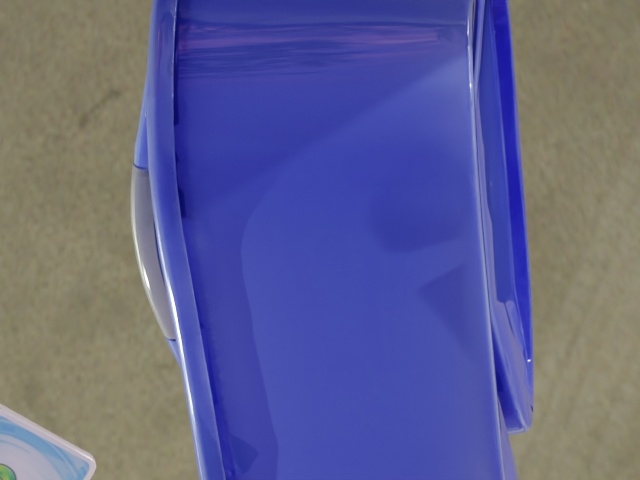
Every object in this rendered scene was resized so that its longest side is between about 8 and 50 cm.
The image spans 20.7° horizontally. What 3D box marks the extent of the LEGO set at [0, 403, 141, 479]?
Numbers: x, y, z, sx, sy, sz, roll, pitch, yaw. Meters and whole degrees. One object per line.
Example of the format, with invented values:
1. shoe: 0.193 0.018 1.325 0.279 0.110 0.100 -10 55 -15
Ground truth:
1. LEGO set: -0.171 0.181 0.693 0.182 0.060 0.244 32 92 -12

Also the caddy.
1. caddy: 0.000 0.000 0.820 0.179 0.241 0.341 -3 115 10
